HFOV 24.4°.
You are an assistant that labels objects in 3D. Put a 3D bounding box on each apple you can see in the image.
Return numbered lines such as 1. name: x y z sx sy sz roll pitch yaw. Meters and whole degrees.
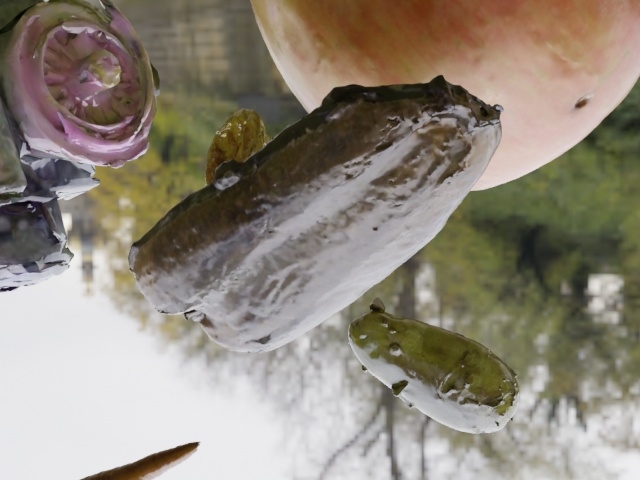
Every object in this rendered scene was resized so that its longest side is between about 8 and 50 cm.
1. apple: 0.113 -0.253 1.329 0.346 0.391 0.391 39 175 -16

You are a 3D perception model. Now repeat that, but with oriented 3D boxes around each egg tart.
1. egg tart: -0.096 -0.099 1.848 0.052 0.130 0.130 17 176 -33

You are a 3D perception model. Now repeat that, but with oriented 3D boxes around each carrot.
1. carrot: -0.233 0.285 1.777 0.216 0.048 0.048 -26 178 19

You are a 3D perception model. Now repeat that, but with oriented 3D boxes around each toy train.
1. toy train: -0.184 -0.103 0.655 0.134 0.261 0.177 -24 170 39

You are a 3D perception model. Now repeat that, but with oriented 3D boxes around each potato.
1. potato: 0.134 0.153 1.758 0.225 0.117 0.090 31 -148 -4

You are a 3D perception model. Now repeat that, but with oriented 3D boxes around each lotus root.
1. lotus root: 0.001 0.000 1.007 0.167 0.078 0.329 14 146 -32
